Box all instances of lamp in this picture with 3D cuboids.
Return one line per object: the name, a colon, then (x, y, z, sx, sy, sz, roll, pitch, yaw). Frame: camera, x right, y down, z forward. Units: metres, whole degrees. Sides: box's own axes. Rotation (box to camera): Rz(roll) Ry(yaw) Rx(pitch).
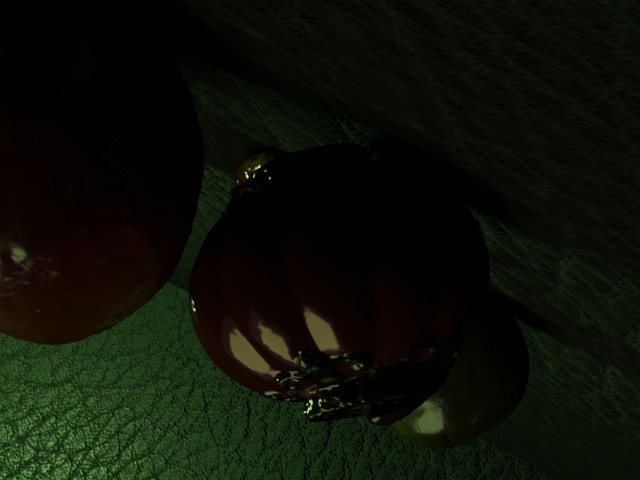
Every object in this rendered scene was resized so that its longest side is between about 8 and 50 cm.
lamp: (0.015, 0.038, 1.425, 0.227, 0.227, 0.227, 27, 173, 4)

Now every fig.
fig: (0.121, 0.084, 1.811, 0.151, 0.151, 0.259, 24, 147, 26)

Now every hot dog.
hot dog: (-0.044, -0.052, 1.711, 0.062, 0.038, 0.144, 29, 172, -10)

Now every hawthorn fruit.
hawthorn fruit: (-0.216, -0.071, 1.381, 0.275, 0.275, 0.300, 27, 159, 10)
